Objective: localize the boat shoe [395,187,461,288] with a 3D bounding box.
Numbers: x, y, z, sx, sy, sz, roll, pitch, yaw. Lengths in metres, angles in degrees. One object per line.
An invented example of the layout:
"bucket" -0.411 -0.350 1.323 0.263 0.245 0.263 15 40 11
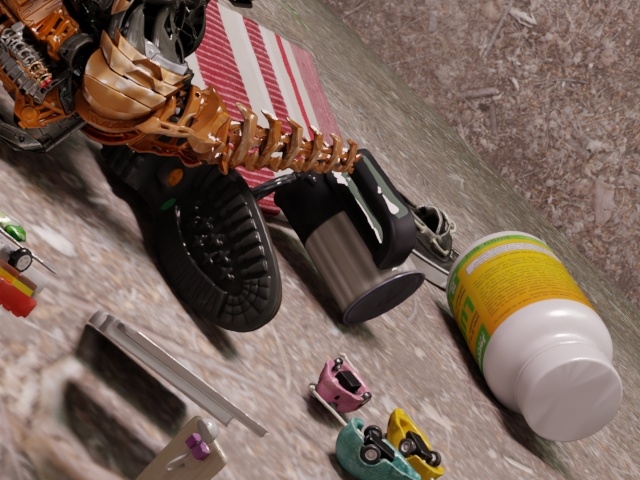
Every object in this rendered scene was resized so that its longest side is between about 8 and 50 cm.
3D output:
"boat shoe" 0.129 -0.003 1.404 0.219 0.070 0.077 28 21 -49

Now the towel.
"towel" -0.060 -0.121 1.165 0.329 0.037 0.237 15 52 -62

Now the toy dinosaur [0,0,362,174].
"toy dinosaur" -0.128 -0.137 0.786 0.322 0.218 0.164 36 -20 -28

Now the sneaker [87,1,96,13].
"sneaker" -0.238 -0.277 1.100 0.286 0.109 0.130 35 23 -28

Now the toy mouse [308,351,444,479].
"toy mouse" 0.026 0.129 0.806 0.143 0.031 0.161 29 20 -48

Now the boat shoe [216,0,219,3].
"boat shoe" -0.173 -0.365 1.378 0.111 0.104 0.307 45 -7 35

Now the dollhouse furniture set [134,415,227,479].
"dollhouse furniture set" -0.041 0.134 0.491 0.114 0.081 0.091 53 16 30

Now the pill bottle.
"pill bottle" 0.228 0.102 1.243 0.136 0.136 0.245 38 15 -25

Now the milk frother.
"milk frother" 0.000 0.000 1.009 0.134 0.143 0.129 59 -16 21

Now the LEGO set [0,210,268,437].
"LEGO set" -0.149 0.025 0.562 0.244 0.060 0.182 40 -10 -12

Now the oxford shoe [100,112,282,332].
"oxford shoe" -0.075 -0.016 0.844 0.096 0.083 0.227 39 15 -50
